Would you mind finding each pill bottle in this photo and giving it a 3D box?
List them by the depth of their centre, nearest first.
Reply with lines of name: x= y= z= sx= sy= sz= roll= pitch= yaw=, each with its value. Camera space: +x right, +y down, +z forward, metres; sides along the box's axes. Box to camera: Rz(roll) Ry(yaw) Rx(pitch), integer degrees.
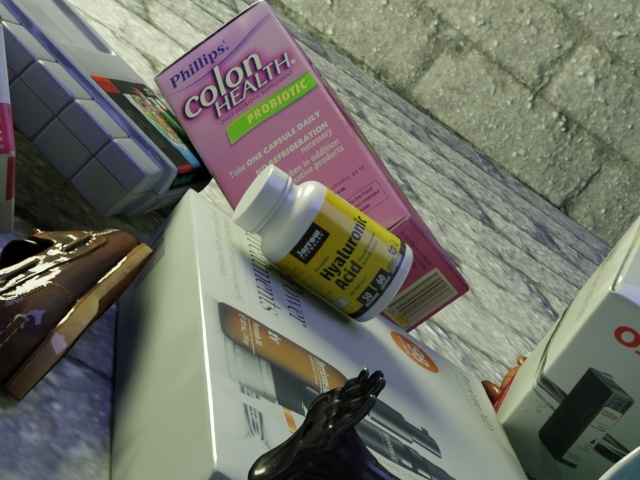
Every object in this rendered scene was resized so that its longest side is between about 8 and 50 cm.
pill bottle: x=0.000 y=0.000 z=0.886 sx=0.116 sy=0.065 sz=0.065 roll=34 pitch=15 yaw=-12

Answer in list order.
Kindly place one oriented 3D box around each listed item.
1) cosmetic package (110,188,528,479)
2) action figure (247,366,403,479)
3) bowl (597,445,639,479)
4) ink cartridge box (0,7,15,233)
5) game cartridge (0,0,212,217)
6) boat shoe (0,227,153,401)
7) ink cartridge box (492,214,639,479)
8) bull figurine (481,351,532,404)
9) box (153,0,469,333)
cosmetic package: x=0.013 y=0.138 z=0.813 sx=0.284 sy=0.097 sz=0.377 roll=36 pitch=14 yaw=-20
action figure: x=0.088 y=0.189 z=0.565 sx=0.276 sy=0.141 sz=0.164 roll=41 pitch=48 yaw=-14
bowl: x=0.299 y=0.271 z=0.791 sx=0.163 sy=0.311 sz=0.311 roll=52 pitch=1 yaw=-44
ink cartridge box: x=-0.220 y=-0.092 z=0.778 sx=0.063 sy=0.109 sz=0.150 roll=-4 pitch=67 yaw=-15
game cartridge: x=-0.188 y=-0.121 z=1.041 sx=0.230 sy=0.068 sz=0.355 roll=42 pitch=6 yaw=-1
boat shoe: x=-0.159 y=0.025 z=0.776 sx=0.073 sy=0.073 sz=0.207 roll=40 pitch=14 yaw=-2
ink cartridge box: x=0.249 y=0.135 z=0.965 sx=0.197 sy=0.273 sz=0.114 roll=32 pitch=44 yaw=5
bull figurine: x=0.267 y=0.223 z=1.172 sx=0.310 sy=0.101 sz=0.188 roll=46 pitch=8 yaw=3
box: x=-0.003 y=-0.046 z=1.116 sx=0.243 sy=0.117 sz=0.213 roll=57 pitch=6 yaw=25
